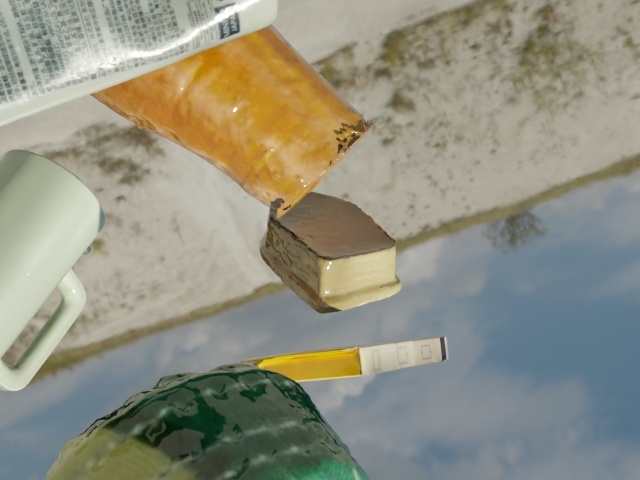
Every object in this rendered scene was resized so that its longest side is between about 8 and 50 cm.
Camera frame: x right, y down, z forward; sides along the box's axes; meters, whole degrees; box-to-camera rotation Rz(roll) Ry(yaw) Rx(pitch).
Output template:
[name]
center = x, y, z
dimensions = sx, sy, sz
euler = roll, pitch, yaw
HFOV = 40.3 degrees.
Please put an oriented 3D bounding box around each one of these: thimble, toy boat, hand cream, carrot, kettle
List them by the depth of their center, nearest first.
[hand cream]
center = -0.163, -0.166, 0.647
dimensions = 0.340, 0.125, 0.078
euler = -20, -156, -16
[thimble]
center = -0.101, 0.243, 0.723
dimensions = 0.288, 0.254, 0.167
euler = -11, -141, -33
[carrot]
center = -0.093, -0.143, 0.895
dimensions = 0.196, 0.254, 0.196
euler = -46, -174, 6
[toy boat]
center = 0.000, 0.000, 0.954
dimensions = 0.116, 0.061, 0.188
euler = -12, -148, -28
[kettle]
center = -0.518, 0.049, 1.430
dimensions = 0.205, 0.265, 0.318
euler = 21, -124, 9

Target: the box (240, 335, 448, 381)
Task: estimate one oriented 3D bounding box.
[box]
center = 0.033, 0.130, 0.948
dimensions = 0.129, 0.033, 0.247
euler = -10, 172, 30
